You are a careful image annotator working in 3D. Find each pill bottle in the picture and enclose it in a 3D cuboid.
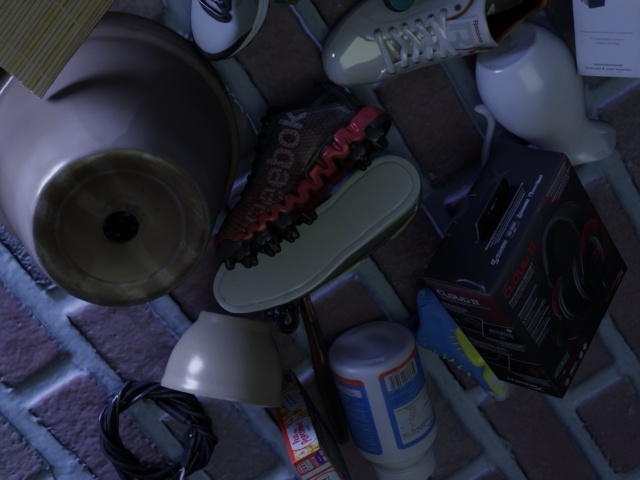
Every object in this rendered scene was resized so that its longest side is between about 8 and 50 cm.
[{"bbox_3d":[0.094,0.234,1.693,0.124,0.124,0.221,-18,118,-5],"label":"pill bottle"}]

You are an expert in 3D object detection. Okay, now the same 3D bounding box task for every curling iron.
[{"bbox_3d":[-0.011,0.173,1.689,0.068,0.035,0.274,-22,117,2],"label":"curling iron"}]

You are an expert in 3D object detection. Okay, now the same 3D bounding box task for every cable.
[{"bbox_3d":[-0.226,0.269,1.677,0.150,0.047,0.184,-22,117,-3],"label":"cable"}]

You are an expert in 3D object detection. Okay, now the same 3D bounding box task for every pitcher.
[{"bbox_3d":[0.261,-0.167,1.554,0.177,0.125,0.207,-28,130,18],"label":"pitcher"}]

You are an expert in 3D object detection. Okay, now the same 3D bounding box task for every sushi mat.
[{"bbox_3d":[-0.244,-0.310,1.255,0.316,0.019,0.151,-53,138,-3],"label":"sushi mat"}]

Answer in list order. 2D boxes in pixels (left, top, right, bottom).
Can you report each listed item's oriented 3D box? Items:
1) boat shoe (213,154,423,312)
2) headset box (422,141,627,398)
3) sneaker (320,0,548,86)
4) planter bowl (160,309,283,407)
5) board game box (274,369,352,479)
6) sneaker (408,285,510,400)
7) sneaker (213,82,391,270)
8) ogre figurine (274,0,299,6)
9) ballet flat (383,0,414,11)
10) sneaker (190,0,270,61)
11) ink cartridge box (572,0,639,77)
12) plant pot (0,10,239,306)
[{"bbox_3d":[0.002,0.004,1.572,0.305,0.109,0.091,-34,163,3],"label":"boat shoe"},{"bbox_3d":[0.264,0.033,1.553,0.218,0.110,0.293,-58,136,-20],"label":"headset box"},{"bbox_3d":[0.139,-0.264,1.469,0.290,0.123,0.106,-27,120,1],"label":"sneaker"},{"bbox_3d":[-0.120,0.153,1.598,0.162,0.162,0.109,13,85,-19],"label":"planter bowl"},{"bbox_3d":[-0.006,0.288,1.655,0.045,0.193,0.147,-29,117,1],"label":"board game box"},{"bbox_3d":[0.197,0.136,1.707,0.126,0.091,0.240,-2,132,21],"label":"sneaker"},{"bbox_3d":[-0.045,-0.088,1.501,0.135,0.097,0.276,44,86,12],"label":"sneaker"},{"bbox_3d":[-0.010,-0.373,1.401,0.118,0.097,0.197,-3,101,7],"label":"ogre figurine"},{"bbox_3d":[0.090,-0.376,1.431,0.074,0.074,0.203,-2,109,-12],"label":"ballet flat"},{"bbox_3d":[-0.108,-0.316,1.355,0.108,0.100,0.271,-34,155,-42],"label":"sneaker"},{"bbox_3d":[0.372,-0.329,1.466,0.092,0.160,0.219,7,121,32],"label":"ink cartridge box"},{"bbox_3d":[-0.237,-0.067,1.385,0.323,0.280,0.323,-5,117,-11],"label":"plant pot"}]
